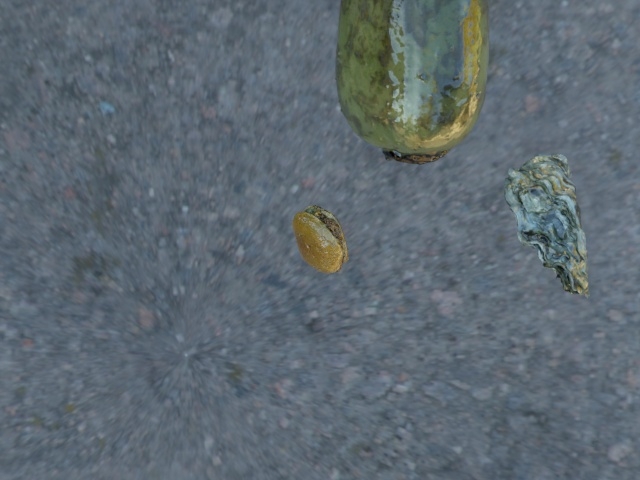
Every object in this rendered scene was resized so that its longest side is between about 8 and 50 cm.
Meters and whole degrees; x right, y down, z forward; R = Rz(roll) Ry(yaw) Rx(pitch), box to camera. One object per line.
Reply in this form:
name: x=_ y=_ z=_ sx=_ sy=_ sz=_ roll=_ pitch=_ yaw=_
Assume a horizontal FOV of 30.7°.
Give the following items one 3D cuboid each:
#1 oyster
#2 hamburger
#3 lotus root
oyster: x=0.230 y=-0.022 z=1.150 sx=0.064 sy=0.125 sz=0.177 roll=-24 pitch=62 yaw=18
hamburger: x=0.000 y=0.000 z=1.364 sx=0.044 sy=0.076 sz=0.083 roll=-38 pitch=134 yaw=-30
lotus root: x=0.103 y=-0.238 z=1.298 sx=0.173 sy=0.173 sz=0.309 roll=-3 pitch=107 yaw=-7
